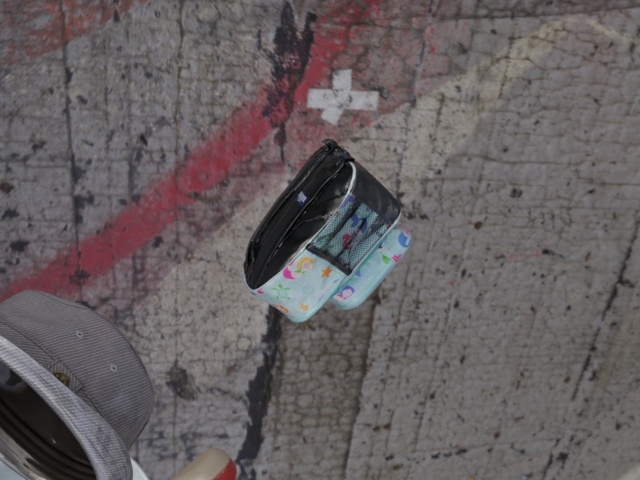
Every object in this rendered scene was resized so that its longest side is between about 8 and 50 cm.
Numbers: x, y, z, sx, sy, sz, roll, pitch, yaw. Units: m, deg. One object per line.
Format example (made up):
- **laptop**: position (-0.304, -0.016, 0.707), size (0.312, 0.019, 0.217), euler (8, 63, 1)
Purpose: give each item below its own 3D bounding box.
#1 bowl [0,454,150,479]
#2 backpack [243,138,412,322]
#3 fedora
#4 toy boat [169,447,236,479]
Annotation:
- **bowl**: position (-0.363, 0.419, 0.833), size (0.297, 0.298, 0.134), euler (4, 151, -17)
- **backpack**: position (0.000, 0.000, 0.961), size (0.191, 0.225, 0.253), euler (41, 96, -23)
- **fedora**: position (-0.280, 0.143, 0.642), size (0.275, 0.124, 0.244), euler (38, 133, 2)
- **toy boat**: position (-0.218, 0.500, 1.172), size (0.151, 0.151, 0.231), euler (-34, 164, -38)
